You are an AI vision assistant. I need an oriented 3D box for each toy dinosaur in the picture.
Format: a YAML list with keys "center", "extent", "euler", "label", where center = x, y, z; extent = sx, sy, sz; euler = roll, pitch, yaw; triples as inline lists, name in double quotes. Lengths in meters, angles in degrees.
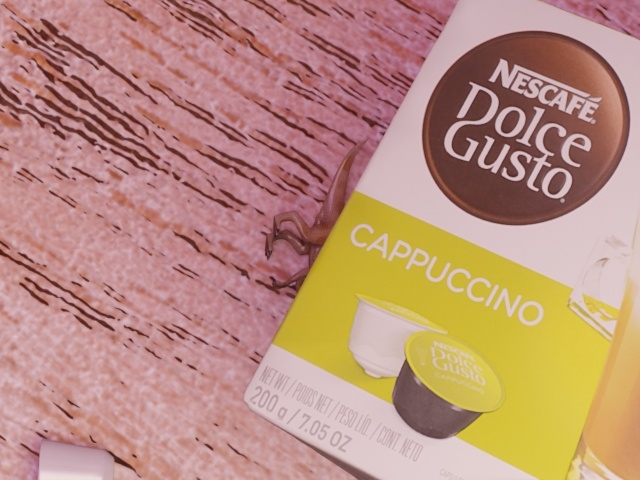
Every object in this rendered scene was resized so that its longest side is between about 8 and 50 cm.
- center: [0.000, 0.000, 1.584]
  extent: [0.093, 0.053, 0.183]
  euler: [2, 83, -14]
  label: "toy dinosaur"

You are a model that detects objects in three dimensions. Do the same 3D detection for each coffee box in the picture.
- center: [0.206, 0.073, 1.236]
  extent: [0.338, 0.338, 0.334]
  euler: [26, 82, 23]
  label: "coffee box"

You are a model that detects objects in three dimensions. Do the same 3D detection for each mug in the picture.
- center: [-0.212, 0.209, 1.532]
  extent: [0.064, 0.078, 0.062]
  euler: [2, 43, -7]
  label: "mug"
